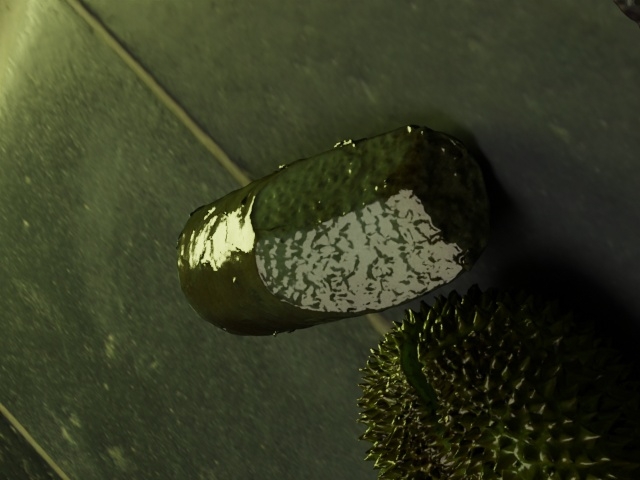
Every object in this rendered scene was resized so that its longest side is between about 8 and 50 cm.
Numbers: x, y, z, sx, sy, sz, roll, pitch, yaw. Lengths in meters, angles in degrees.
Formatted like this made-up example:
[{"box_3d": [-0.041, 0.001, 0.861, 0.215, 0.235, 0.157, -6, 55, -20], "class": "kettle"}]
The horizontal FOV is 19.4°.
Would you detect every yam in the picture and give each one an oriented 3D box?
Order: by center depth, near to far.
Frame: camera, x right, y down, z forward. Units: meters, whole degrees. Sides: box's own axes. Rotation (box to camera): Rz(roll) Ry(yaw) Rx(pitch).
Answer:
[{"box_3d": [0.000, 0.000, 1.126, 0.106, 0.106, 0.259, 53, 154, -8], "class": "yam"}]

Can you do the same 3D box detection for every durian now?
[{"box_3d": [0.116, 0.107, 1.050, 0.198, 0.146, 0.159, 37, 136, 11], "class": "durian"}]

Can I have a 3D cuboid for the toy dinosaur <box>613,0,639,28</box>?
[{"box_3d": [0.236, -0.026, 0.757, 0.294, 0.077, 0.162, 55, 153, -12], "class": "toy dinosaur"}]
